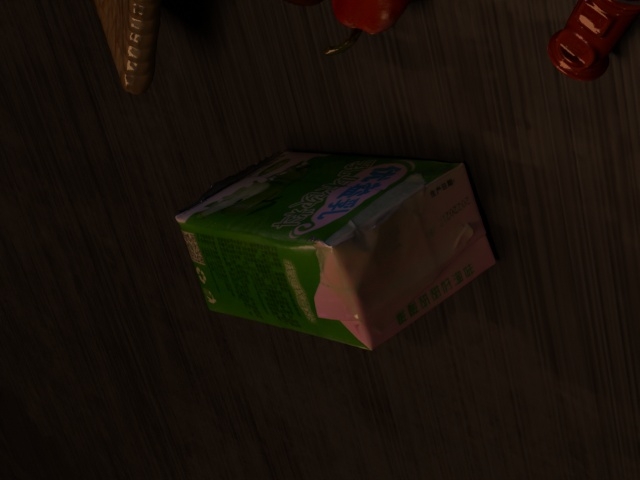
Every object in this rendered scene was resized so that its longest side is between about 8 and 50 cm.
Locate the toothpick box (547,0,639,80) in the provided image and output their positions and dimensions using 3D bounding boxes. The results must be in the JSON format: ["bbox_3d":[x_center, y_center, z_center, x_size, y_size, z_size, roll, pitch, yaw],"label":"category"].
[{"bbox_3d":[0.184,-0.145,0.854,0.047,0.047,0.083,48,149,16],"label":"toothpick box"}]

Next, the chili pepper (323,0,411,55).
[{"bbox_3d":[0.058,-0.220,0.957,0.272,0.071,0.063,129,144,-54],"label":"chili pepper"}]

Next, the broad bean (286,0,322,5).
[{"bbox_3d":[-0.045,-0.258,1.042,0.084,0.114,0.165,-38,88,20],"label":"broad bean"}]

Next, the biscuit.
[{"bbox_3d":[-0.177,-0.308,1.186,0.325,0.044,0.217,107,145,-54],"label":"biscuit"}]

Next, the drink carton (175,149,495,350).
[{"bbox_3d":[0.000,0.000,1.153,0.271,0.161,0.108,7,124,53],"label":"drink carton"}]
